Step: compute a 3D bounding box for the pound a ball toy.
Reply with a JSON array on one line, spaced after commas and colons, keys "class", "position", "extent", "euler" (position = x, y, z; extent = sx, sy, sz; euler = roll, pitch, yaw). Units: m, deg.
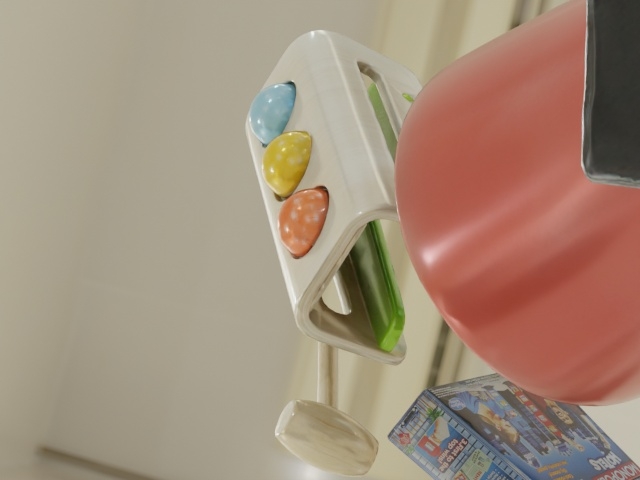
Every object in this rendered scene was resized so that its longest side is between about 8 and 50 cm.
[{"class": "pound a ball toy", "position": [0.000, 0.000, 1.546], "extent": [0.208, 0.136, 0.319], "euler": [-56, 26, 25]}]

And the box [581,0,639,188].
[{"class": "box", "position": [0.257, -0.164, 0.570], "extent": [0.395, 0.293, 0.212], "euler": [-52, -35, -61]}]

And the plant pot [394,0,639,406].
[{"class": "plant pot", "position": [0.223, -0.055, 1.294], "extent": [0.243, 0.275, 0.275], "euler": [-36, 22, 51]}]

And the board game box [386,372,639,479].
[{"class": "board game box", "position": [0.181, 0.196, 1.623], "extent": [0.194, 0.194, 0.060], "euler": [-5, -43, -55]}]
